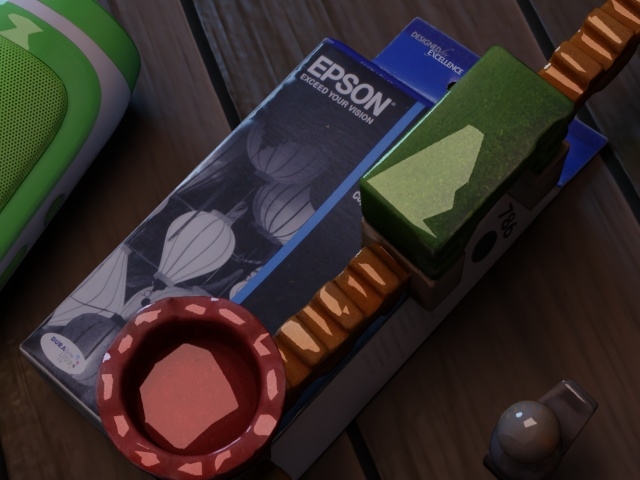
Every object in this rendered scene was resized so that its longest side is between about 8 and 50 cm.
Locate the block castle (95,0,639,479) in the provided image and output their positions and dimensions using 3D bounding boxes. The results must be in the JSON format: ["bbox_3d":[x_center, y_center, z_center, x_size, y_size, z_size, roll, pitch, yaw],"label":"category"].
[{"bbox_3d":[0.150,0.024,0.793,0.303,0.213,0.453,42,77,15],"label":"block castle"}]

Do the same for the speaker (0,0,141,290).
[{"bbox_3d":[-0.233,-0.022,1.004,0.131,0.131,0.296,24,70,25],"label":"speaker"}]

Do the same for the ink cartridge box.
[{"bbox_3d":[0.000,0.000,0.971,0.165,0.065,0.333,35,74,28],"label":"ink cartridge box"}]
